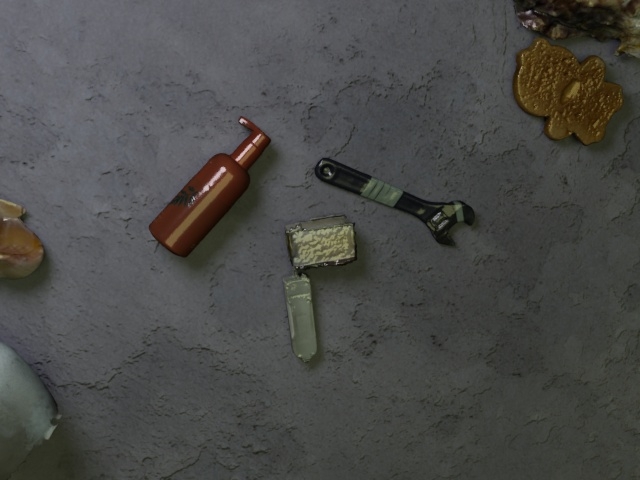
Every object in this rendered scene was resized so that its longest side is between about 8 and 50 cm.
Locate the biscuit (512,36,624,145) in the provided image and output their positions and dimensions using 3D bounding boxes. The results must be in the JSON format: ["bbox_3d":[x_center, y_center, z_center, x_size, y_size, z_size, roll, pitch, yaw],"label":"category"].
[{"bbox_3d":[0.436,-0.266,1.314,0.226,0.036,0.165,23,103,-16],"label":"biscuit"}]

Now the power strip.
[{"bbox_3d":[-0.037,0.128,1.308,0.048,0.030,0.191,-9,107,-10],"label":"power strip"}]

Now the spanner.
[{"bbox_3d":[0.131,-0.071,1.301,0.316,0.024,0.087,20,105,-18],"label":"spanner"}]

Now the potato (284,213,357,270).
[{"bbox_3d":[-0.002,0.000,1.267,0.122,0.061,0.086,-8,107,-9],"label":"potato"}]

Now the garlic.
[{"bbox_3d":[-0.516,0.002,1.128,0.175,0.099,0.124,25,112,-19],"label":"garlic"}]

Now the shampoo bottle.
[{"bbox_3d":[-0.174,-0.085,1.193,0.085,0.085,0.244,40,91,-20],"label":"shampoo bottle"}]

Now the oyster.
[{"bbox_3d":[0.454,-0.433,1.242,0.271,0.100,0.275,-6,111,4],"label":"oyster"}]

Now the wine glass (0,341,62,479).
[{"bbox_3d":[-0.573,0.225,1.105,0.238,0.238,0.323,-46,111,1],"label":"wine glass"}]
